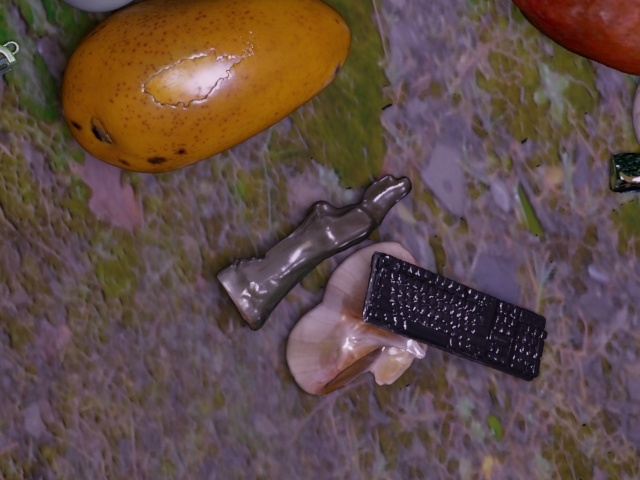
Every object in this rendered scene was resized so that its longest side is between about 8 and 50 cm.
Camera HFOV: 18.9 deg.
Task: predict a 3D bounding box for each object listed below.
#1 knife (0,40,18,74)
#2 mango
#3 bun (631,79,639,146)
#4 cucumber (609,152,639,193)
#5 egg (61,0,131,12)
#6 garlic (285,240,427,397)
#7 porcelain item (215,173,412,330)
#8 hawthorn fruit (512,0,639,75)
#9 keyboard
[{"bbox_3d":[-0.366,-0.234,1.909,0.078,0.022,0.166,-27,96,-3],"label":"knife"},{"bbox_3d":[-0.108,-0.162,1.840,0.290,0.191,0.160,-18,103,-4],"label":"mango"},{"bbox_3d":[0.372,-0.131,1.870,0.138,0.094,0.138,-1,73,4],"label":"bun"},{"bbox_3d":[0.417,-0.071,1.918,0.257,0.044,0.043,-3,119,-1],"label":"cucumber"},{"bbox_3d":[-0.214,-0.348,1.818,0.183,0.183,0.264,1,101,-1],"label":"egg"},{"bbox_3d":[0.042,0.087,1.908,0.174,0.099,0.124,-44,87,5],"label":"garlic"},{"bbox_3d":[0.000,0.000,1.905,0.216,0.081,0.069,-35,75,0],"label":"porcelain item"},{"bbox_3d":[0.276,-0.268,1.820,0.261,0.224,0.224,3,96,12],"label":"hawthorn fruit"},{"bbox_3d":[0.136,0.077,1.875,0.231,0.023,0.072,22,72,-35],"label":"keyboard"}]
